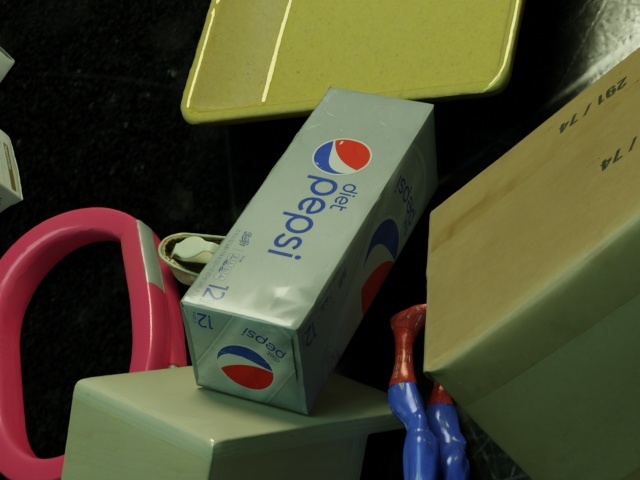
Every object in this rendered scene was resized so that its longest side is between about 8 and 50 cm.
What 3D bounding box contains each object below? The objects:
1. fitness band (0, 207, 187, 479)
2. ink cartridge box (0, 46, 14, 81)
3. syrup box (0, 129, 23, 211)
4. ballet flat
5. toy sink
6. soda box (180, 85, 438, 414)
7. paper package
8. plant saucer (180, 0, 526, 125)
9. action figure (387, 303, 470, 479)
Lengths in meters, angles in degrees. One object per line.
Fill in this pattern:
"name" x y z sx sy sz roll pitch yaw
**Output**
"fitness band" -0.221 0.094 1.557 0.209 0.054 0.291 -28 49 21
"ink cartridge box" -0.445 -0.196 1.836 0.176 0.127 0.128 26 79 42
"syrup box" -0.404 -0.103 1.674 0.093 0.237 0.096 -31 51 15
"ballet flat" -0.072 0.020 1.494 0.168 0.052 0.057 1 64 35
"toy sink" -0.061 0.179 1.317 0.152 0.234 0.131 18 104 39
"soda box" 0.000 0.000 1.343 0.098 0.091 0.286 12 43 20
"paper package" 0.240 -0.008 1.112 0.325 0.168 0.309 -40 13 17
"plant saucer" 0.061 -0.242 1.545 0.332 0.081 0.333 -3 61 33
"action figure" 0.110 0.176 1.240 0.139 0.091 0.280 -20 52 39
